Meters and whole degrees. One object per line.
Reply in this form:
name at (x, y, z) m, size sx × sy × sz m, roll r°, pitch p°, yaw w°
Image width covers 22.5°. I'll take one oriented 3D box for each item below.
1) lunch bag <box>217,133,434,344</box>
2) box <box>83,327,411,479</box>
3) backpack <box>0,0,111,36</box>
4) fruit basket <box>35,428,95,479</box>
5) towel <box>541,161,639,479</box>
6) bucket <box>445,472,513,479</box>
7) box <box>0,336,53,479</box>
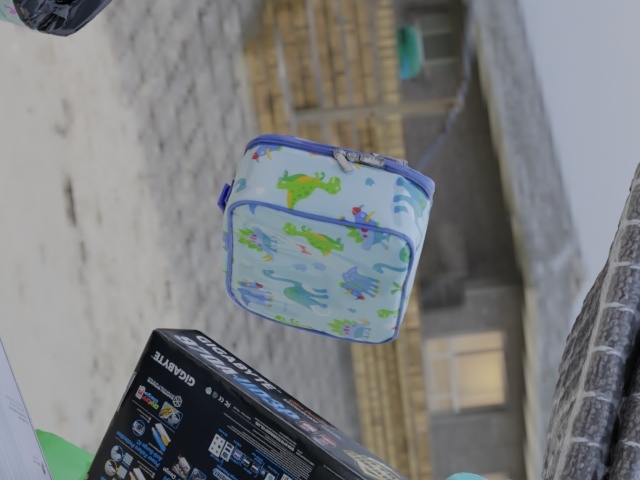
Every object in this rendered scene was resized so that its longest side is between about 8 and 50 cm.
lunch bag at (0.000, 0.000, 1.398) m, size 0.219 × 0.176 × 0.090 m, roll 95°, pitch 8°, yaw -61°
box at (-0.054, 0.183, 1.025) m, size 0.051 × 0.220 × 0.175 m, roll 7°, pitch 111°, yaw -57°
backpack at (-0.232, -0.268, 1.388) m, size 0.152 × 0.115 × 0.182 m, roll 32°, pitch 83°, yaw -57°
fruit basket at (-0.249, 0.336, 1.172) m, size 0.392 × 0.392 × 0.283 m, roll -94°, pitch -158°, yaw -54°
towel at (0.144, 0.102, 0.655) m, size 0.235 × 0.121 × 0.284 m, roll 91°, pitch 16°, yaw -69°
bucket at (0.143, 0.362, 1.395) m, size 0.183 × 0.281 × 0.281 m, roll -129°, pitch -154°, yaw -56°
box at (-0.215, 0.130, 0.911) m, size 0.169 × 0.087 × 0.290 m, roll 66°, pitch -1°, yaw -73°
